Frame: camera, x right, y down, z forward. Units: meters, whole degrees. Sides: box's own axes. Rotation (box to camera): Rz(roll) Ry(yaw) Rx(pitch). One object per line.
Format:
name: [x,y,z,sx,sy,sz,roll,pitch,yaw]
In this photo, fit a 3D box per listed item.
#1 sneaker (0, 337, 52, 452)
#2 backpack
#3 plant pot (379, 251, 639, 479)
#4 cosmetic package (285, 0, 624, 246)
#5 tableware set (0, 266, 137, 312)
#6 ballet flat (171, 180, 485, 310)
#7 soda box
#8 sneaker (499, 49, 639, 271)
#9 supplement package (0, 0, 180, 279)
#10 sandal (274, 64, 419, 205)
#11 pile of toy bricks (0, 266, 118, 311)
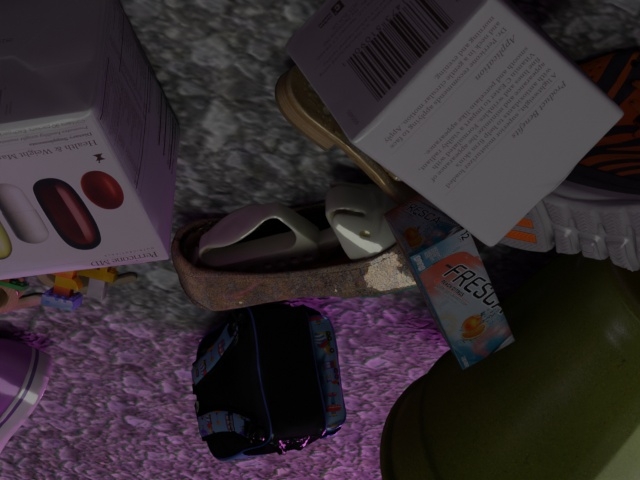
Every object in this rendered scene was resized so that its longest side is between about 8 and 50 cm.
sneaker: [-0.426,0.188,1.806,0.161,0.102,0.282,20,130,-21]
backpack: [-0.065,0.156,1.703,0.117,0.158,0.173,-2,164,-28]
plant pot: [0.296,0.155,1.560,0.366,0.366,0.353,14,132,-19]
cosmetic package: [0.103,-0.124,1.248,0.151,0.151,0.183,-45,131,11]
tableware set: [-0.298,0.043,1.634,0.194,0.039,0.128,-14,143,19]
ballet flat: [0.000,0.000,1.519,0.316,0.107,0.106,-13,136,17]
soda box: [0.117,0.035,1.436,0.058,0.063,0.183,-29,138,0]
sneaker: [0.283,-0.067,1.324,0.321,0.180,0.124,17,151,24]
supplement package: [-0.241,-0.087,1.349,0.194,0.149,0.203,-8,144,11]
sandal: [0.077,-0.091,1.395,0.240,0.088,0.079,29,143,-28]
pile of toy bricks: [-0.299,-0.010,1.518,0.212,0.118,0.105,13,102,6]
